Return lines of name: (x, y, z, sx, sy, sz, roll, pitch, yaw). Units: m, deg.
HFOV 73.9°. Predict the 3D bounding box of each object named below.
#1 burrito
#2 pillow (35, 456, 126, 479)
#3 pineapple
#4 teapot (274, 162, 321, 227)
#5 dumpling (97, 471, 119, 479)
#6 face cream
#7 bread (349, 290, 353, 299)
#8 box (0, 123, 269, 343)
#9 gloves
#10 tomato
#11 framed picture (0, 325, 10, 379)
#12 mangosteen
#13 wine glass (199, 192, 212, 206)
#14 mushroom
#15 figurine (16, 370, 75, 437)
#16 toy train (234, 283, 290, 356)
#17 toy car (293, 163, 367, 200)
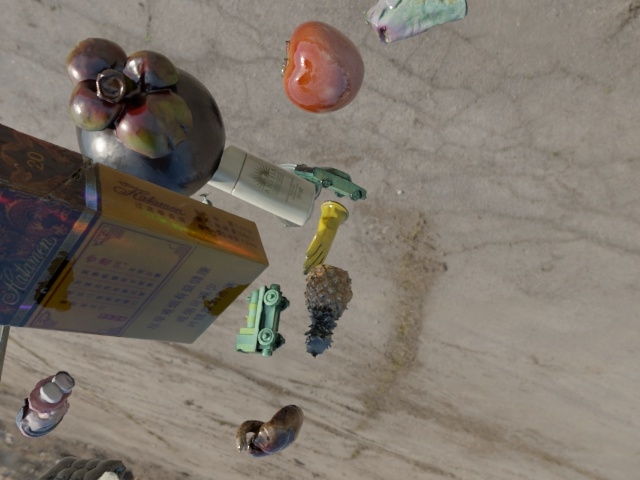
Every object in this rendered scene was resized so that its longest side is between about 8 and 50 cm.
burrito: (0.229, -0.572, 1.050, 0.228, 0.144, 0.089, -19, 152, 2)
pillow: (-0.757, 0.741, 1.213, 0.227, 0.326, 0.101, -4, 101, 15)
pineapple: (0.007, 0.211, 1.280, 0.157, 0.279, 0.158, 8, 139, 7)
teapot: (-0.111, -0.216, 2.033, 0.233, 0.315, 0.312, 35, 165, 24)
dumpling: (-0.496, 0.601, 0.947, 0.127, 0.108, 0.188, 44, 109, 30)
face cream: (-0.187, -0.186, 1.384, 0.348, 0.174, 0.081, 24, 148, -18)
bread: (0.097, 0.200, 1.756, 0.044, 0.157, 0.052, 33, 102, -22)
box: (-0.319, 0.029, 0.656, 0.415, 0.116, 0.264, 21, 125, -43)
gloves: (0.000, -0.001, 1.578, 0.116, 0.295, 0.133, 11, 149, 28)
tomato: (0.013, -0.622, 1.557, 0.321, 0.322, 0.322, 14, 142, 11)
framed picture: (-0.836, 0.254, 1.095, 0.211, 0.290, 0.020, -19, 156, 42)
mangosteen: (-0.448, -0.288, 1.066, 0.381, 0.383, 0.435, 7, 168, 19)
wine glass: (-0.375, -0.117, 1.423, 0.038, 0.042, 0.084, 13, 121, 46)
mushroom: (-0.103, 0.399, 0.876, 0.170, 0.080, 0.135, 3, 131, -47)
figurine: (-0.377, 0.222, 0.592, 0.054, 0.072, 0.129, 38, 122, 0)
toy train: (-0.163, 0.220, 1.188, 0.132, 0.200, 0.083, -4, 154, 22)
toy car: (0.052, -0.244, 1.747, 0.320, 0.097, 0.141, 17, -179, -41)
